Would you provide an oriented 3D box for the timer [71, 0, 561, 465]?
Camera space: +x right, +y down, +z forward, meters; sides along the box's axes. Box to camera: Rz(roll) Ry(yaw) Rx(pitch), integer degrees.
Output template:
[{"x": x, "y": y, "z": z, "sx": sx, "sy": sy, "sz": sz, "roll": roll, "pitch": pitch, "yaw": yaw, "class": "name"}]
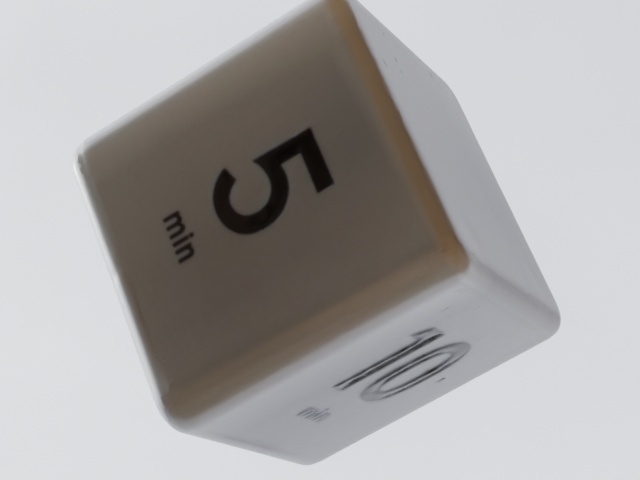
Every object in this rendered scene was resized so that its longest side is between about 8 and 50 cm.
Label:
[{"x": 0.000, "y": 0.000, "z": 0.935, "sx": 0.195, "sy": 0.192, "sz": 0.194, "roll": -29, "pitch": -115, "yaw": 16, "class": "timer"}]
